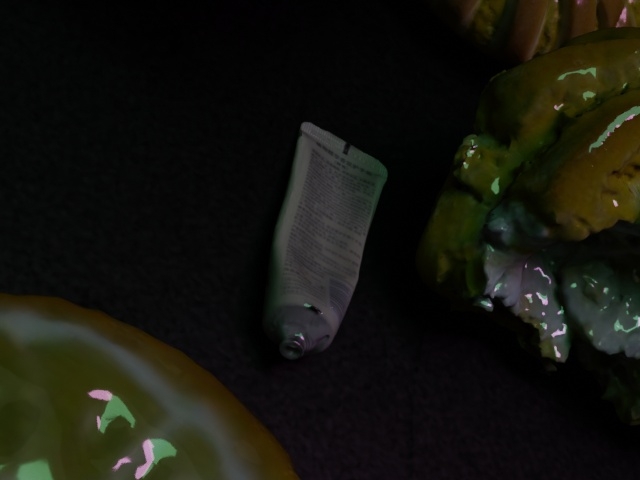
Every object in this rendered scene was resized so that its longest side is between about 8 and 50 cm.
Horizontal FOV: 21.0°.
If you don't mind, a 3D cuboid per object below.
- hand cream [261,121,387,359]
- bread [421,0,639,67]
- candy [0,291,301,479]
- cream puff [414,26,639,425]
[{"bbox_3d":[0.000,0.000,0.899,0.057,0.037,0.165,29,40,-13],"label":"hand cream"},{"bbox_3d":[0.130,-0.199,1.072,0.213,0.105,0.213,16,55,-24],"label":"bread"},{"bbox_3d":[-0.114,0.137,0.662,0.260,0.118,0.260,19,48,-22],"label":"candy"},{"bbox_3d":[0.176,-0.022,0.930,0.221,0.194,0.195,30,47,-17],"label":"cream puff"}]
